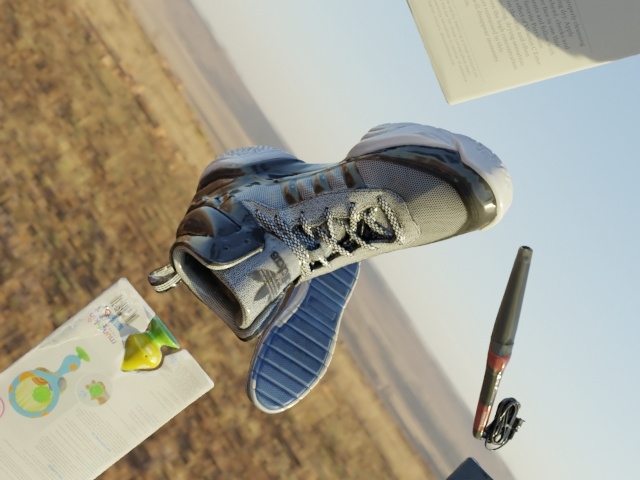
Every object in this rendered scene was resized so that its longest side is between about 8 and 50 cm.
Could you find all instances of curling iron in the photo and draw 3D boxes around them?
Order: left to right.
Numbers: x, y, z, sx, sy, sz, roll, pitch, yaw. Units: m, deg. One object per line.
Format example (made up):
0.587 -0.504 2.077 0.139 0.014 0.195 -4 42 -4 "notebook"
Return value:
0.226 0.132 1.525 0.035 0.068 0.274 31 -55 48 "curling iron"

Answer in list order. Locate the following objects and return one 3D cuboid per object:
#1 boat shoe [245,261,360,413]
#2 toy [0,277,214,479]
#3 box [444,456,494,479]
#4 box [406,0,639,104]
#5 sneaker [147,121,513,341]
-0.022 0.081 1.158 0.066 0.183 0.066 40 -29 -18 "boat shoe"
-0.233 0.150 1.156 0.137 0.237 0.056 53 2 -19 "toy"
0.175 0.367 1.456 0.156 0.158 0.093 43 -13 23 "box"
0.281 -0.297 1.294 0.168 0.345 0.215 65 28 -24 "box"
0.000 0.000 0.906 0.153 0.268 0.101 -57 133 -42 "sneaker"
